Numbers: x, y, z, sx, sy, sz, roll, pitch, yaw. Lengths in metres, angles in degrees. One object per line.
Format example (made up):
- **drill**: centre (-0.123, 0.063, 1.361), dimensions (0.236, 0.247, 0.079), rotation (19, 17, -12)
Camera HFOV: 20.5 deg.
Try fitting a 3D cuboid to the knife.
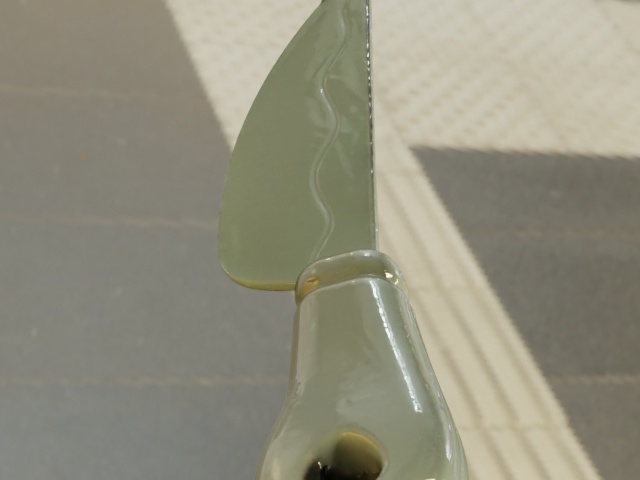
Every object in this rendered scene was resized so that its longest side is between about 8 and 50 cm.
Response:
- **knife**: centre (-0.002, 0.001, 0.680), dimensions (0.080, 0.044, 0.331), rotation (-20, 38, 10)
